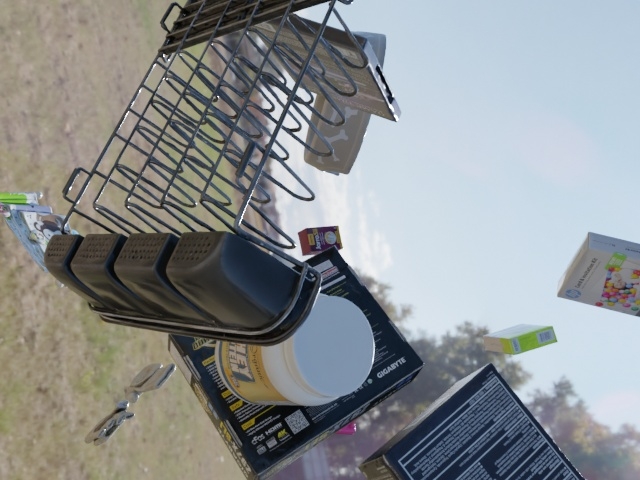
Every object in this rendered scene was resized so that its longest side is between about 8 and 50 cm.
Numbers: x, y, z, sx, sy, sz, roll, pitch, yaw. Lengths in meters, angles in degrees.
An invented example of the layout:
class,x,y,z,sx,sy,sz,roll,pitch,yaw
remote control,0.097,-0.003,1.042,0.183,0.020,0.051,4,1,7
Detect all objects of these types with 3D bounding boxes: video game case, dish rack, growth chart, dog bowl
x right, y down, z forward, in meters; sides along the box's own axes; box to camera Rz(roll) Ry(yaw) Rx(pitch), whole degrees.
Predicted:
class,x,y,z,sx,sy,sz,roll,pitch,yaw
video game case,0.011,-0.266,1.057,0.026,0.196,0.274,-66,161,-2
dish rack,-0.062,-0.077,0.448,0.074,0.208,0.272,40,62,-41
growth chart,-0.497,-0.004,1.278,0.237,0.021,0.172,49,17,3
dog bowl,0.047,-0.314,1.581,0.349,0.102,0.349,-165,-90,-83

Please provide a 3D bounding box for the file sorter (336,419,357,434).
class,x,y,z,sx,sy,sz,roll,pitch,yaw
file sorter,-0.004,0.274,1.616,0.182,0.202,0.291,113,-20,-49

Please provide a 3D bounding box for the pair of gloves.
class,x,y,z,sx,sy,sz,roll,pitch,yaw
pair of gloves,-0.453,0.375,1.621,0.042,0.240,0.204,48,-30,-11

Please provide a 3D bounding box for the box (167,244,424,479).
class,x,y,z,sx,sy,sz,roll,pitch,yaw
box,-0.037,0.185,1.094,0.257,0.322,0.079,52,-27,22

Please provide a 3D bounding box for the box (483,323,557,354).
class,x,y,z,sx,sy,sz,roll,pitch,yaw
box,0.445,0.223,1.566,0.178,0.108,0.043,144,-69,-81

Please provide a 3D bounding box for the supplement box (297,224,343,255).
class,x,y,z,sx,sy,sz,roll,pitch,yaw
supplement box,0.000,0.000,1.477,0.043,0.083,0.055,-27,-108,57

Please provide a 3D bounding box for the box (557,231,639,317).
class,x,y,z,sx,sy,sz,roll,pitch,yaw
box,0.493,0.062,1.101,0.145,0.186,0.038,96,12,-54

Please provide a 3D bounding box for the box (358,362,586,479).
class,x,y,z,sx,sy,sz,roll,pitch,yaw
box,0.284,0.448,1.300,0.294,0.296,0.183,52,-25,12

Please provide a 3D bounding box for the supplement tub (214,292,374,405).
class,x,y,z,sx,sy,sz,roll,pitch,yaw
supplement tub,-0.037,0.145,0.916,0.199,0.144,0.145,-19,-99,54
